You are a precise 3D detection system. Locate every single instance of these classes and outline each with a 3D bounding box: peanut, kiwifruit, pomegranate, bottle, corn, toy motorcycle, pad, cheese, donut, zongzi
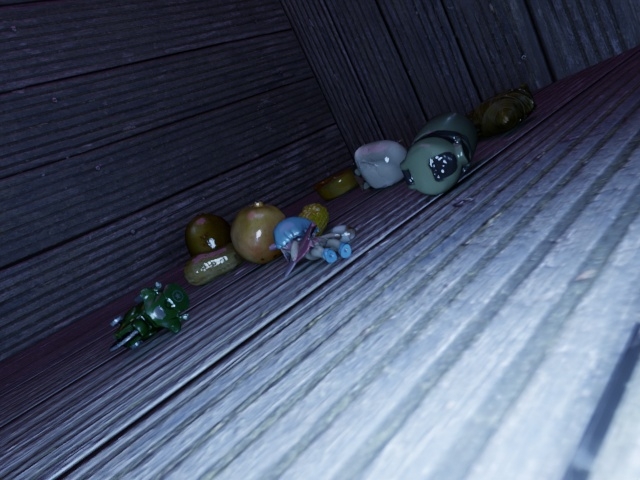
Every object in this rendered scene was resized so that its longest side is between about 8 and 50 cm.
[{"bbox_3d":[-0.366,0.074,1.419,0.236,0.110,0.120,-28,1,-22],"label":"peanut"},{"bbox_3d":[-0.418,0.005,1.556,0.195,0.234,0.196,-22,12,5],"label":"kiwifruit"},{"bbox_3d":[-0.181,-0.024,1.218,0.191,0.191,0.191,-26,9,5],"label":"pomegranate"},{"bbox_3d":[0.311,-0.224,1.047,0.168,0.169,0.347,-21,15,31],"label":"bottle"},{"bbox_3d":[-0.033,-0.053,1.232,0.101,0.101,0.292,-24,8,15],"label":"corn"},{"bbox_3d":[-0.398,0.170,0.959,0.187,0.125,0.274,-38,12,-12],"label":"toy motorcycle"},{"bbox_3d":[0.253,-0.297,1.650,0.234,0.158,0.003,-24,38,13],"label":"pad"},{"bbox_3d":[0.246,-0.295,1.541,0.188,0.198,0.155,2,61,41],"label":"cheese"},{"bbox_3d":[0.099,-0.309,2.227,0.277,0.109,0.277,-25,10,5],"label":"donut"},{"bbox_3d":[0.601,-0.421,1.458,0.285,0.134,0.288,-25,15,49],"label":"zongzi"}]

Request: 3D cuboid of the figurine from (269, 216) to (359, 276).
[{"bbox_3d":[-0.010,-0.008,0.918,0.205,0.103,0.260,-32,20,-21],"label":"figurine"}]
